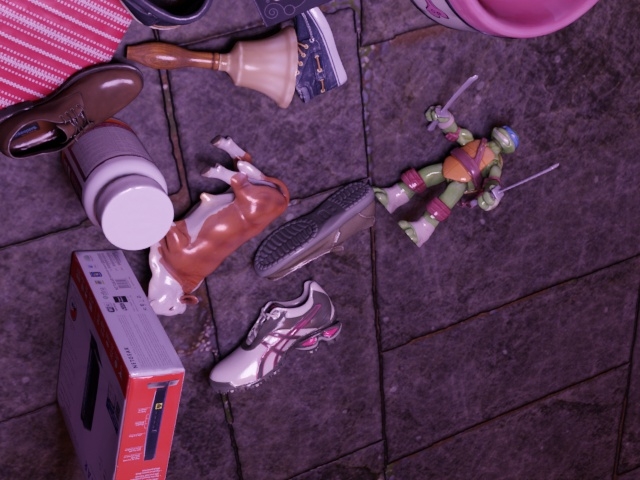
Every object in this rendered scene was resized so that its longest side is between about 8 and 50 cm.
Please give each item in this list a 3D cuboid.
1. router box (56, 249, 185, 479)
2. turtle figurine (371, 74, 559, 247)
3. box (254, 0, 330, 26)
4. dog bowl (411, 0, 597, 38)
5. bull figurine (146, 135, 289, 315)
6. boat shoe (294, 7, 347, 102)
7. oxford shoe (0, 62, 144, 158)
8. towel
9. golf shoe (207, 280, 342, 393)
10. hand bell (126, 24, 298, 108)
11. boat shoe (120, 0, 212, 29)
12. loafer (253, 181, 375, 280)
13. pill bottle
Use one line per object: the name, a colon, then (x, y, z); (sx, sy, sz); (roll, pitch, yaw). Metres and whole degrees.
router box: (-0.320, 0.226, 1.493); (0.082, 0.335, 0.301); (-2, 120, -29)
turtle figurine: (0.222, -0.130, 1.657); (0.266, 0.274, 0.198); (-39, 96, 4)
box: (0.011, -0.438, 1.325); (0.270, 0.143, 0.165); (-22, 126, 5)
dog bowl: (0.317, -0.499, 1.495); (0.408, 0.150, 0.408); (-14, 125, -20)
bull figurine: (-0.196, -0.018, 1.554); (0.310, 0.101, 0.188); (-40, 125, -8)
boat shoe: (-0.023, -0.296, 1.492); (0.083, 0.065, 0.183); (-33, 133, -6)
oxford shoe: (-0.343, -0.172, 1.351); (0.227, 0.096, 0.082); (-31, 131, -10)
towel: (-0.381, -0.284, 1.331); (0.199, 0.031, 0.275); (21, 110, -39)
golf shoe: (-0.096, 0.176, 1.754); (0.273, 0.105, 0.120); (-30, 114, -16)
hand bell: (-0.165, -0.267, 1.428); (0.242, 0.126, 0.126); (2, 119, -17)
boat shoe: (-0.278, -0.469, 1.170); (0.187, 0.156, 0.500); (-36, 122, -5)
loafer: (0.000, 0.000, 1.679); (0.251, 0.094, 0.087); (-33, 126, -6)
pill bottle: (-0.291, -0.083, 1.384); (0.121, 0.221, 0.121); (-14, 126, -20)
